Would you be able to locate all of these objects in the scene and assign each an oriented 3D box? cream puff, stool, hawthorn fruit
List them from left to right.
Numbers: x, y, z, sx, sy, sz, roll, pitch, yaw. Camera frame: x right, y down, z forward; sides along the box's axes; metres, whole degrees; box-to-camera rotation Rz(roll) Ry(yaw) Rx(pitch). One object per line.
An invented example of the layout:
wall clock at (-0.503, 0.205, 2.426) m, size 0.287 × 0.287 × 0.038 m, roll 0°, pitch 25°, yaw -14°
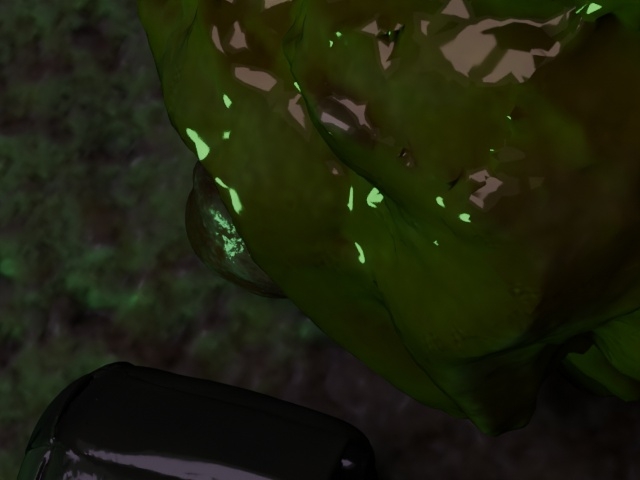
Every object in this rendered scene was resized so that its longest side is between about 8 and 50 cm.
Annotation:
stool at (-0.038, 0.092, 0.517) m, size 0.110 × 0.096 × 0.096 m, roll 8°, pitch 75°, yaw 19°
hawthorn fruit at (0.000, 0.000, 0.560) m, size 0.103 × 0.067 × 0.067 m, roll 40°, pitch 90°, yaw 3°
cream puff at (0.059, -0.079, 0.409) m, size 0.291 × 0.324 × 0.257 m, roll 21°, pitch 101°, yaw -1°
